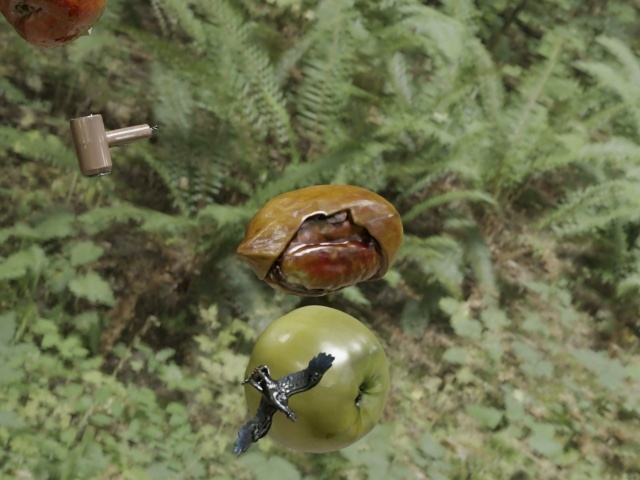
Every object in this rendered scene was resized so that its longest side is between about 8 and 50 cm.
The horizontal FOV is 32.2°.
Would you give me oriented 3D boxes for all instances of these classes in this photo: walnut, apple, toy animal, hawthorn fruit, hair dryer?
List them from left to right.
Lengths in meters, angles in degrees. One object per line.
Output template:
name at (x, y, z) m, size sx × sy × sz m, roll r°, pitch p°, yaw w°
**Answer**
hawthorn fruit at (-0.274, -0.255, 1.128) m, size 0.128 × 0.128 × 0.128 m, roll 17°, pitch 32°, yaw -11°
hair dryer at (-0.387, -0.192, 2.128) m, size 0.181 × 0.117 × 0.064 m, roll -17°, pitch 9°, yaw -37°
toy animal at (-0.072, 0.240, 1.722) m, size 0.108 × 0.220 × 0.062 m, roll 43°, pitch 3°, yaw 11°
apple at (-0.006, 0.247, 1.992) m, size 0.262 × 0.262 × 0.262 m, roll 17°, pitch 32°, yaw -11°
walnut at (0.000, 0.000, 1.156) m, size 0.207 × 0.116 × 0.116 m, roll -6°, pitch 43°, yaw -38°

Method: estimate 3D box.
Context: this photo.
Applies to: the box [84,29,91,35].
box at (-0.363, -0.359, 1.646) m, size 0.035 × 0.083 × 0.079 m, roll -1°, pitch 56°, yaw 10°
